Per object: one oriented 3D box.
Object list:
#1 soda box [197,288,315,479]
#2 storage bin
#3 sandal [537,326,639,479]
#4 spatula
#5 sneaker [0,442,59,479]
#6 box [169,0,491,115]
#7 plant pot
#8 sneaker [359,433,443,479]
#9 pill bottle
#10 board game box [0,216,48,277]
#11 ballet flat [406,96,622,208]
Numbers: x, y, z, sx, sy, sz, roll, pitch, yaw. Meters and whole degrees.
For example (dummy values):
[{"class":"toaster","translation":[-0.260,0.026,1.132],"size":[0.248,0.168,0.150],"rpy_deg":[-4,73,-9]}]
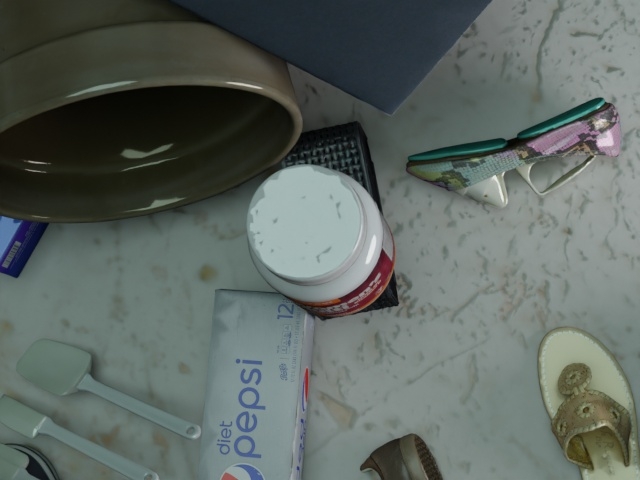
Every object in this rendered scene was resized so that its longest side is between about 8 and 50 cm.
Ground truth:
[{"class":"soda box","translation":[-0.066,0.195,1.745],"size":[0.098,0.091,0.286],"rpy_deg":[3,83,7]},{"class":"storage bin","translation":[0.020,-0.018,1.749],"size":[0.084,0.122,0.180],"rpy_deg":[-12,81,5]},{"class":"sandal","translation":[0.275,0.195,1.710],"size":[0.088,0.079,0.240],"rpy_deg":[-14,80,5]},{"class":"spatula","translation":[-0.243,0.197,1.742],"size":[0.242,0.019,0.168],"rpy_deg":[19,62,34]},{"class":"sneaker","translation":[-0.323,0.361,1.738],"size":[0.126,0.127,0.321],"rpy_deg":[0,81,8]},{"class":"box","translation":[0.002,-0.360,1.607],"size":[0.293,0.395,0.212],"rpy_deg":[26,127,-21]},{"class":"plant pot","translation":[-0.204,-0.202,1.657],"size":[0.323,0.323,0.280],"rpy_deg":[-15,71,5]},{"class":"sneaker","translation":[0.101,0.290,1.735],"size":[0.071,0.066,0.188],"rpy_deg":[-25,74,20]},{"class":"pill bottle","translation":[0.000,0.000,1.573],"size":[0.121,0.221,0.121],"rpy_deg":[-1,82,7]},{"class":"board game box","translation":[-0.340,-0.169,1.836],"size":[0.233,0.078,0.347],"rpy_deg":[29,87,10]},{"class":"ballet flat","translation":[0.200,-0.078,1.767],"size":[0.222,0.077,0.079],"rpy_deg":[-17,100,4]}]
